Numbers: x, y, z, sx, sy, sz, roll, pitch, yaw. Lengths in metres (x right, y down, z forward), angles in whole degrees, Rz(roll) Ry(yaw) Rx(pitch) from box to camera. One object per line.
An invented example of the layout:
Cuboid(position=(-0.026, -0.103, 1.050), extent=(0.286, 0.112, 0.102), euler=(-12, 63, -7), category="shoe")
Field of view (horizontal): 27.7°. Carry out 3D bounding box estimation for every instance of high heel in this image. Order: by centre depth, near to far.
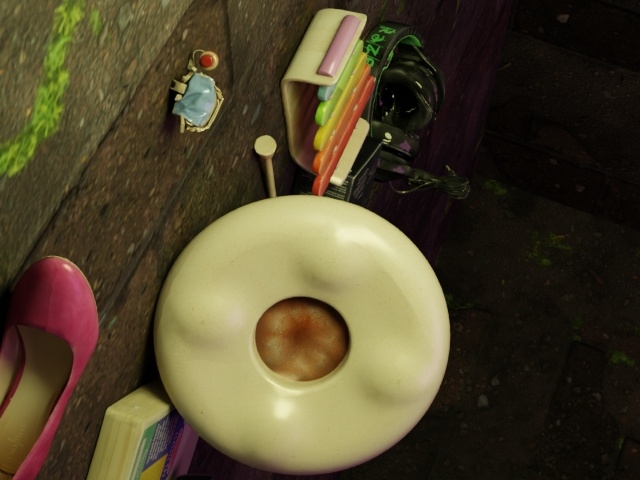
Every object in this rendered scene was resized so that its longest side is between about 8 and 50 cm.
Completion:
Cuboid(position=(-0.255, 0.126, 1.110), extent=(0.117, 0.082, 0.244), euler=(-71, -173, -50), category="high heel")

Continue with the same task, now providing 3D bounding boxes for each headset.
Cuboid(position=(0.150, -0.195, 2.207), extent=(0.243, 0.185, 0.394), euler=(-64, 157, -23), category="headset")

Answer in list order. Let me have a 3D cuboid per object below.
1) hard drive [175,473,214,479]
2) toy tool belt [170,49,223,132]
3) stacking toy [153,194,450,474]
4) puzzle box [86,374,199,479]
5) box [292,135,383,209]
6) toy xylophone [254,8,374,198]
Cuboid(position=(-0.209, 0.435, 1.685), extent=(0.172, 0.054, 0.254), euler=(-52, 159, -58), category="hard drive")
Cuboid(position=(-0.125, -0.150, 1.309), extent=(0.051, 0.052, 0.083), euler=(-58, 166, -78), category="toy tool belt")
Cuboid(position=(-0.020, 0.063, 1.716), extent=(0.480, 0.351, 0.350), euler=(-88, -165, -74), category="stacking toy")
Cuboid(position=(-0.250, 0.367, 1.646), extent=(0.272, 0.052, 0.409), euler=(-26, 135, -74), category="puzzle box")
Cuboid(position=(0.019, -0.075, 2.028), extent=(0.156, 0.093, 0.158), euler=(-52, 158, -58), category="box")
Cuboid(position=(-0.001, -0.171, 1.786), extent=(0.322, 0.081, 0.236), euler=(69, 43, -73), category="toy xylophone")
